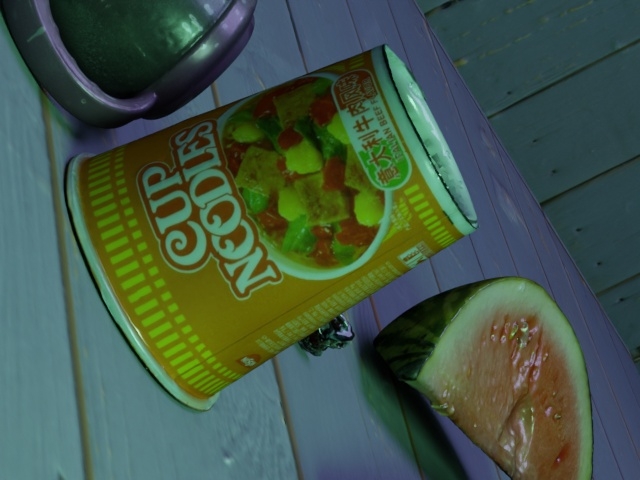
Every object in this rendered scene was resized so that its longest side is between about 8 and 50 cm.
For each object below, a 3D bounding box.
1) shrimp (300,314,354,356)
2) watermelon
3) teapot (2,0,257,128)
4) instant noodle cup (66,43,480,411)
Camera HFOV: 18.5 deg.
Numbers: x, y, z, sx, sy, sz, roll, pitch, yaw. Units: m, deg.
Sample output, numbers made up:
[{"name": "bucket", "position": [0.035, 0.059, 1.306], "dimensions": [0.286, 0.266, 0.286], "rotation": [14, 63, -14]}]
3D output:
[{"name": "shrimp", "position": [-0.002, -0.002, 1.404], "dimensions": [0.174, 0.082, 0.076], "rotation": [-94, 161, -45]}, {"name": "watermelon", "position": [0.122, 0.119, 1.626], "dimensions": [0.303, 0.128, 0.159], "rotation": [48, 52, -46]}, {"name": "teapot", "position": [-0.127, -0.139, 1.144], "dimensions": [0.146, 0.148, 0.116], "rotation": [47, -20, -20]}, {"name": "instant noodle cup", "position": [-0.018, -0.016, 1.080], "dimensions": [0.168, 0.185, 0.168], "rotation": [59, 12, -21]}]
